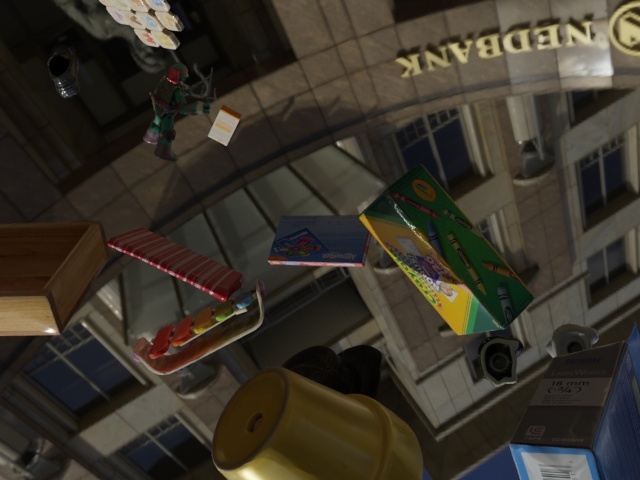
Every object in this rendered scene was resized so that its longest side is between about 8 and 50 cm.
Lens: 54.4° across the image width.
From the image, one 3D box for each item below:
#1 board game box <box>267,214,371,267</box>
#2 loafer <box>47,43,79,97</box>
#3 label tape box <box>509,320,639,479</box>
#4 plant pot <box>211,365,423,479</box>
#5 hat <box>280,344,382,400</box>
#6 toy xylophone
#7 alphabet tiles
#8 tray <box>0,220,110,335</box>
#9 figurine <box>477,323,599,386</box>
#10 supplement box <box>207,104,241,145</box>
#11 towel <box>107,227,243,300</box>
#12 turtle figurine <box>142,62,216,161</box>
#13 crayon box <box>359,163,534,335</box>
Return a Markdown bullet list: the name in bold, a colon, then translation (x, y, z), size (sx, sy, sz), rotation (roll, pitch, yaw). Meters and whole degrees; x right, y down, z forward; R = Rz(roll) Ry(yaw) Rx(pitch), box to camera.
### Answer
- **board game box**: translation (0.000, 0.000, 1.676), size (0.281, 0.027, 0.145), rotation (1, -119, 28)
- **loafer**: translation (-0.705, -0.479, 1.702), size (0.076, 0.078, 0.223), rotation (-22, -128, -5)
- **label tape box**: translation (0.387, 0.292, 0.861), size (0.106, 0.240, 0.334), rotation (-12, -168, 37)
- **plant pot**: translation (-0.020, 0.317, 0.917), size (0.254, 0.239, 0.254), rotation (-37, -152, 23)
- **hat**: translation (-0.020, 0.328, 1.409), size (0.331, 0.134, 0.331), rotation (-39, -160, 17)
- **toy xylophone**: translation (-0.261, 0.193, 1.412), size (0.323, 0.081, 0.236), rotation (-29, -170, -12)
- **alphabet tiles**: translation (-0.449, -0.560, 1.449), size (0.278, 0.284, 0.021), rotation (20, -111, 36)
- **tray**: translation (-0.546, 0.055, 0.910), size (0.411, 0.076, 0.202), rotation (-2, -150, 4)
- **figurine**: translation (0.418, 0.219, 1.212), size (0.215, 0.209, 0.092), rotation (-12, -102, 13)
- **supplement box**: translation (-0.276, -0.332, 1.799), size (0.098, 0.062, 0.036), rotation (-56, -166, 31)
- **towel**: translation (-0.306, 0.051, 1.364), size (0.199, 0.275, 0.031), rotation (-68, -177, -82)
- **turtle figurine**: translation (-0.314, -0.300, 1.359), size (0.234, 0.118, 0.175), rotation (-61, -150, 24)
- **crayon box**: translation (0.198, 0.023, 1.027), size (0.081, 0.278, 0.165), rotation (-40, 178, -17)
